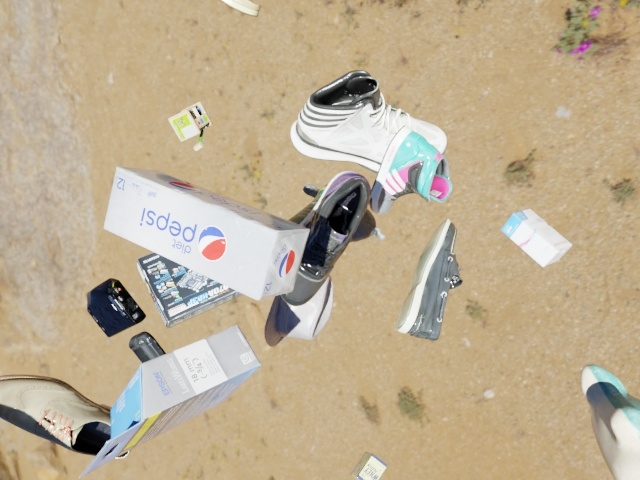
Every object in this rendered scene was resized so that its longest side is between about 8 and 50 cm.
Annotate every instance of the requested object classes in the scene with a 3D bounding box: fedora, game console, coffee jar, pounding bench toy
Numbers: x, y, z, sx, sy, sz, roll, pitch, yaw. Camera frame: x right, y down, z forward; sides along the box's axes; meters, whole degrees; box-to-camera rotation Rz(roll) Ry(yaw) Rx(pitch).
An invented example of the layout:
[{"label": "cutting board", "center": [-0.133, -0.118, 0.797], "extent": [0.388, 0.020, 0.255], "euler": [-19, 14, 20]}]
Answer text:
[{"label": "fedora", "center": [-0.041, 0.183, 1.695], "extent": [0.124, 0.275, 0.243], "euler": [15, 148, 16]}, {"label": "game console", "center": [-0.476, 0.265, 1.579], "extent": [0.213, 0.044, 0.361], "euler": [-25, 103, 49]}, {"label": "coffee jar", "center": [0.004, -0.045, 1.278], "extent": [0.079, 0.184, 0.096], "euler": [7, 132, 40]}, {"label": "pounding bench toy", "center": [-0.255, -0.229, 1.232], "extent": [0.052, 0.065, 0.083], "euler": [-17, 111, 28]}]

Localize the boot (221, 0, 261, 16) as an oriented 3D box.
[{"label": "boot", "center": [-0.180, -0.581, 1.238], "extent": [0.213, 0.077, 0.165], "euler": [38, 108, -1]}]

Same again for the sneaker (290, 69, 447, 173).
[{"label": "sneaker", "center": [0.164, -0.305, 1.591], "extent": [0.257, 0.448, 0.169], "euler": [127, 143, -65]}]

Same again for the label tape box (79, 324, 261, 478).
[{"label": "label tape box", "center": [-0.314, 0.311, 1.195], "extent": [0.106, 0.334, 0.240], "euler": [57, 136, 15]}]

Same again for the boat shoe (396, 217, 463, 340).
[{"label": "boat shoe", "center": [0.293, 0.098, 1.490], "extent": [0.113, 0.340, 0.127], "euler": [27, 144, -2]}]

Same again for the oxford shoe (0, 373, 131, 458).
[{"label": "oxford shoe", "center": [-0.573, 0.392, 1.344], "extent": [0.123, 0.348, 0.130], "euler": [-68, 21, -7]}]

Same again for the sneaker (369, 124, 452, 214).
[{"label": "sneaker", "center": [0.241, -0.141, 1.556], "extent": [0.178, 0.124, 0.295], "euler": [34, 145, 15]}]

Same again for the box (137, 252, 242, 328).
[{"label": "box", "center": [-0.296, 0.083, 1.432], "extent": [0.175, 0.220, 0.051], "euler": [58, 155, 17]}]

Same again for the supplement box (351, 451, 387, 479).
[{"label": "supplement box", "center": [0.144, 0.682, 1.798], "extent": [0.056, 0.083, 0.083], "euler": [38, 163, 1]}]

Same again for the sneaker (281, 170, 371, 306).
[{"label": "sneaker", "center": [0.000, 0.000, 1.118], "extent": [0.283, 0.107, 0.124], "euler": [-62, 7, 8]}]

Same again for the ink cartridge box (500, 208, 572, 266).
[{"label": "ink cartridge box", "center": [0.462, -0.006, 1.294], "extent": [0.122, 0.089, 0.052], "euler": [47, 126, 27]}]

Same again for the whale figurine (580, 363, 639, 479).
[{"label": "whale figurine", "center": [0.454, 0.279, 0.813], "extent": [0.216, 0.141, 0.272], "euler": [53, -164, -30]}]

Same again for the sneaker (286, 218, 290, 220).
[{"label": "sneaker", "center": [-0.091, 0.007, 1.964], "extent": [0.116, 0.314, 0.136], "euler": [-13, 84, 17]}]

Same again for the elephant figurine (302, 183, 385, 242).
[{"label": "elephant figurine", "center": [0.078, -0.094, 2.004], "extent": [0.186, 0.239, 0.169], "euler": [-21, 57, 13]}]

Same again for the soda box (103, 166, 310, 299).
[{"label": "soda box", "center": [-0.164, -0.016, 0.846], "extent": [0.286, 0.091, 0.098], "euler": [21, 102, 24]}]
